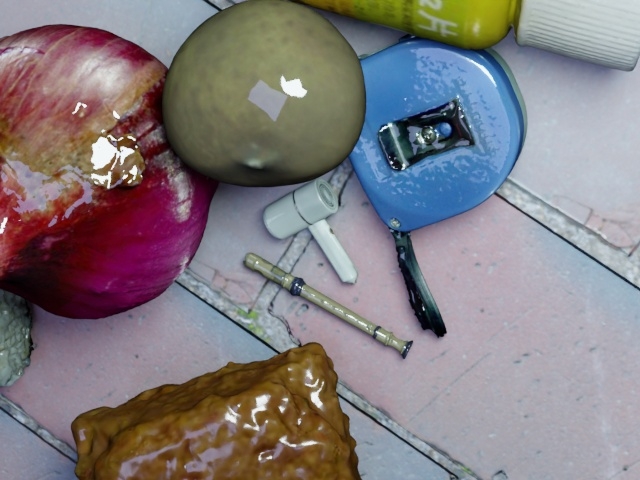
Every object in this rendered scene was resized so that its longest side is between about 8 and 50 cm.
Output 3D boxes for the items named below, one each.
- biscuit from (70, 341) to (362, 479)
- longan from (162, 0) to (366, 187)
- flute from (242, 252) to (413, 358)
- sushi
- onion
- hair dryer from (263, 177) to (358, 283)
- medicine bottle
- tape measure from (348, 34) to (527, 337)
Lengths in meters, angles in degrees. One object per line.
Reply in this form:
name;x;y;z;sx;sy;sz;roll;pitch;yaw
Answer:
biscuit;-0.100;0.358;1.336;0.343;0.166;0.395;-17;102;3
longan;-0.054;-0.148;1.112;0.220;0.196;0.196;0;107;35
flute;0.007;0.077;1.336;0.233;0.027;0.027;30;113;8
sushi;-0.456;0.094;1.429;0.115;0.147;0.212;8;113;15
onion;-0.309;-0.049;1.210;0.348;0.385;0.347;16;125;24
hair dryer;0.000;0.000;1.308;0.082;0.047;0.137;-28;103;24
medicine bottle;0.144;-0.303;1.066;0.385;0.224;0.224;17;111;11
tape measure;0.142;-0.063;1.214;0.215;0.098;0.351;-21;101;24
